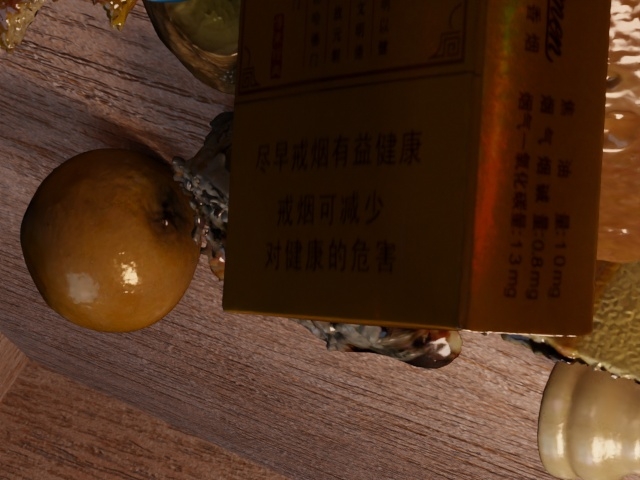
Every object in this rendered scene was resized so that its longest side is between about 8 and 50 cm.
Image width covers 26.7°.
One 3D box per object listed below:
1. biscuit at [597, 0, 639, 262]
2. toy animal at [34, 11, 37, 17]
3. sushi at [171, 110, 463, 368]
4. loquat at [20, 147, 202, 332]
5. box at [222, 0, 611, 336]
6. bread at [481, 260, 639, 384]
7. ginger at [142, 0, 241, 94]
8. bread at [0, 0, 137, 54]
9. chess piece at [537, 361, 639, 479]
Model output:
[{"bbox_3d":[0.253,-0.104,0.991,0.365,0.062,0.385,24,148,-30],"label":"biscuit"},{"bbox_3d":[-0.406,-0.287,1.543,0.146,0.245,0.115,5,124,8],"label":"toy animal"},{"bbox_3d":[-0.003,-0.003,1.623,0.417,0.176,0.417,33,167,8],"label":"sushi"},{"bbox_3d":[-0.292,0.001,1.916,0.263,0.263,0.263,28,160,11],"label":"loquat"},{"bbox_3d":[0.058,-0.152,0.865,0.115,0.416,0.264,5,177,-34],"label":"box"},{"bbox_3d":[0.291,0.051,1.401,0.266,0.142,0.178,24,-161,18],"label":"bread"},{"bbox_3d":[-0.104,-0.221,1.334,0.219,0.123,0.270,53,173,11],"label":"ginger"},{"bbox_3d":[-0.360,-0.322,1.380,0.380,0.185,0.109,33,-175,-4],"label":"bread"},{"bbox_3d":[0.422,0.227,1.576,0.299,0.167,0.167,9,150,35],"label":"chess piece"}]
